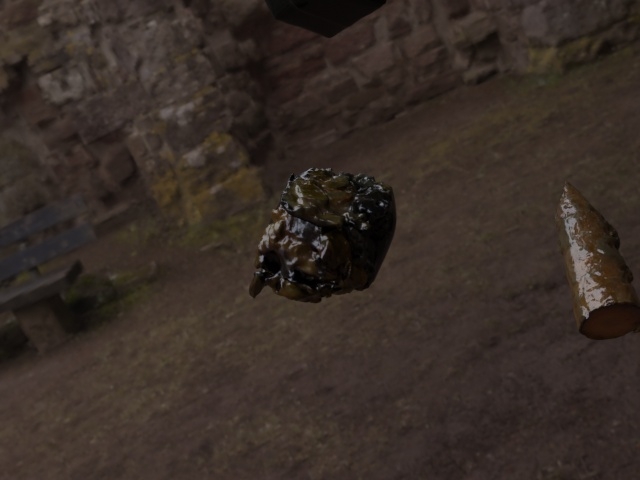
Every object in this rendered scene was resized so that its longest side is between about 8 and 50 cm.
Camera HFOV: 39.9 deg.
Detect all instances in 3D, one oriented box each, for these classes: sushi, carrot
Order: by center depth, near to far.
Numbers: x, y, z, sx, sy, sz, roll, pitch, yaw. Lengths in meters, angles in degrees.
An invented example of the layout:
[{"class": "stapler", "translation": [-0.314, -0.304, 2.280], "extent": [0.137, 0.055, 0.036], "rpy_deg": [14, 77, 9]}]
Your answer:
[{"class": "carrot", "translation": [0.399, 0.018, 1.312], "extent": [0.102, 0.102, 0.263], "rpy_deg": [-21, 53, 18]}, {"class": "sushi", "translation": [-0.004, 0.002, 1.360], "extent": [0.213, 0.204, 0.200], "rpy_deg": [21, 28, 20]}]

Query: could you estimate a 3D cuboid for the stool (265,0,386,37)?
[{"class": "stool", "translation": [0.000, -0.431, 1.330], "extent": [0.141, 0.232, 0.232], "rpy_deg": [-23, 12, 43]}]
